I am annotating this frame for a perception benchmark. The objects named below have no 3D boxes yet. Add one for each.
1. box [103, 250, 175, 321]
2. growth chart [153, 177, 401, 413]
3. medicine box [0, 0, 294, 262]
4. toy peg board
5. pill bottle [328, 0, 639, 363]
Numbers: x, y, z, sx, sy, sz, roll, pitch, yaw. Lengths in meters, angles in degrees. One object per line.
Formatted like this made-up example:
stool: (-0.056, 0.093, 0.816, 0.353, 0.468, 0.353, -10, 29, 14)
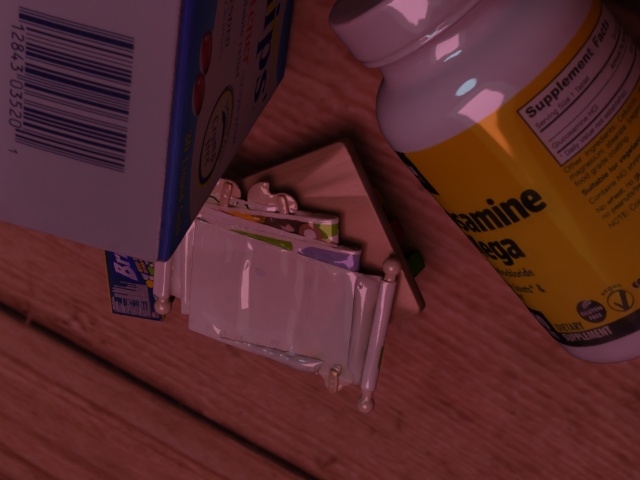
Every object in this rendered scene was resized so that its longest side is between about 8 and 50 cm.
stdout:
box: (-0.162, -0.014, 1.440, 0.054, 0.059, 0.169, 8, 127, 12)
growth chart: (-0.042, 0.033, 1.374, 0.237, 0.021, 0.172, 23, 117, 14)
medicine box: (-0.120, -0.179, 1.160, 0.149, 0.289, 0.263, 16, 128, 9)
toy peg board: (0.000, 0.000, 1.401, 0.161, 0.079, 0.160, -20, 101, 29)
pill bottle: (0.163, -0.082, 1.204, 0.188, 0.188, 0.334, -30, 111, 33)
